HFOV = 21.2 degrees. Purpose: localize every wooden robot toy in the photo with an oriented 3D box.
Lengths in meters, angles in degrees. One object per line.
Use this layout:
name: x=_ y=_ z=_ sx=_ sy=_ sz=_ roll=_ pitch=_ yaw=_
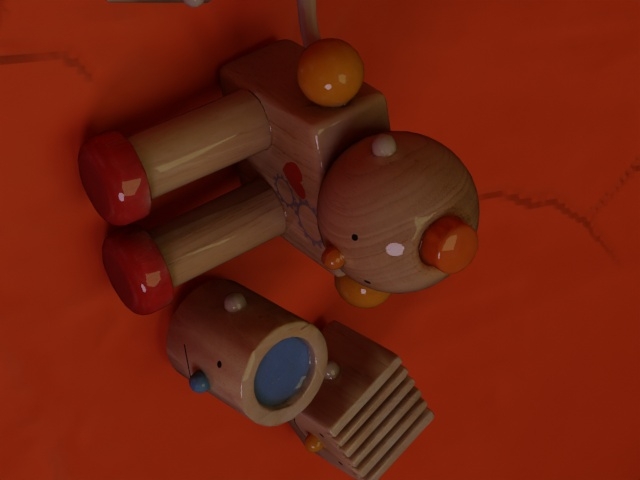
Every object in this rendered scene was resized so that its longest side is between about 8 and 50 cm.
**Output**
wooden robot toy: x=0.000 y=0.000 z=0.387 sx=0.076 sy=0.079 sz=0.173 roll=-32 pitch=129 yaw=-27
